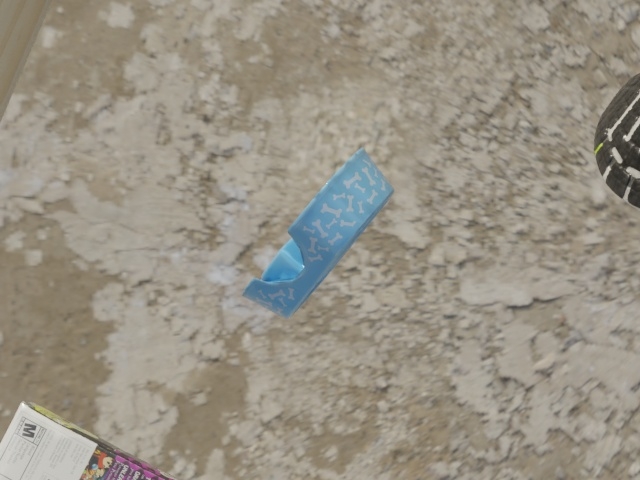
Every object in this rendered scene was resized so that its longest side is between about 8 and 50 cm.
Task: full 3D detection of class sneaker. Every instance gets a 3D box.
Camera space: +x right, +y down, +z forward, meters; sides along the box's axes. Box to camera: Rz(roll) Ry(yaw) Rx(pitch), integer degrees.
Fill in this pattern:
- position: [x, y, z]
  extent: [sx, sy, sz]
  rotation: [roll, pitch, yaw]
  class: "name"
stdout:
- position: [0.345, -0.036, 1.017]
  extent: [0.111, 0.121, 0.300]
  rotation: [-54, 45, 21]
  class: "sneaker"

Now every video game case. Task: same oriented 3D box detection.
- position: [-0.225, 0.292, 1.072]
  extent: [0.210, 0.042, 0.232]
  rotation: [26, 85, 7]
  class: "video game case"

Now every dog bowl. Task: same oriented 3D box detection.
- position: [0.000, 0.000, 1.636]
  extent: [0.074, 0.166, 0.297]
  rotation: [40, 135, 3]
  class: "dog bowl"

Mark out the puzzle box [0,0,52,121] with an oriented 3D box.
- position: [-0.201, -0.260, 0.708]
  extent: [0.272, 0.052, 0.409]
  rotation: [-58, 36, 32]
  class: "puzzle box"
